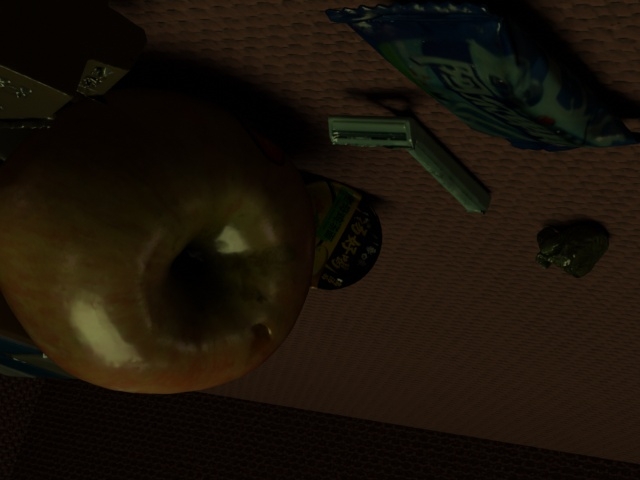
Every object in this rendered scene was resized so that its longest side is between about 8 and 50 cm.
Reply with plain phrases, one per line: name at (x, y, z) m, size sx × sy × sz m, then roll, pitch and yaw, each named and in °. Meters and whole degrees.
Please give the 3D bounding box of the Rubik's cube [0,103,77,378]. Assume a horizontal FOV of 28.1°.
Rubik's cube at (-0.464, -0.010, 1.824) m, size 0.347 × 0.344 × 0.347 m, roll 25°, pitch 163°, yaw -32°

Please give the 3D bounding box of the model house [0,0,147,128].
model house at (-0.312, -0.194, 1.358) m, size 0.176 × 0.180 × 0.248 m, roll 26°, pitch 156°, yaw -27°

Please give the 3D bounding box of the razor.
razor at (0.129, -0.096, 1.511) m, size 0.111 × 0.056 × 0.278 m, roll 6°, pitch 167°, yaw 36°

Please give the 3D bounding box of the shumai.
shumai at (0.316, 0.003, 1.638) m, size 0.080 × 0.083 × 0.082 m, roll 41°, pitch 147°, yaw 33°

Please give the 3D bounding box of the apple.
apple at (-0.216, -0.002, 1.579) m, size 0.391 × 0.391 × 0.347 m, roll 29°, pitch 174°, yaw -36°

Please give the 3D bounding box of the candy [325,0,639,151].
candy at (0.173, -0.155, 1.227) m, size 0.187 × 0.077 × 0.331 m, roll 4°, pitch 162°, yaw 42°

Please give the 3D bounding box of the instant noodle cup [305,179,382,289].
instant noodle cup at (0.000, 0.000, 1.775) m, size 0.152 × 0.151 × 0.122 m, roll 19°, pitch 169°, yaw -7°
